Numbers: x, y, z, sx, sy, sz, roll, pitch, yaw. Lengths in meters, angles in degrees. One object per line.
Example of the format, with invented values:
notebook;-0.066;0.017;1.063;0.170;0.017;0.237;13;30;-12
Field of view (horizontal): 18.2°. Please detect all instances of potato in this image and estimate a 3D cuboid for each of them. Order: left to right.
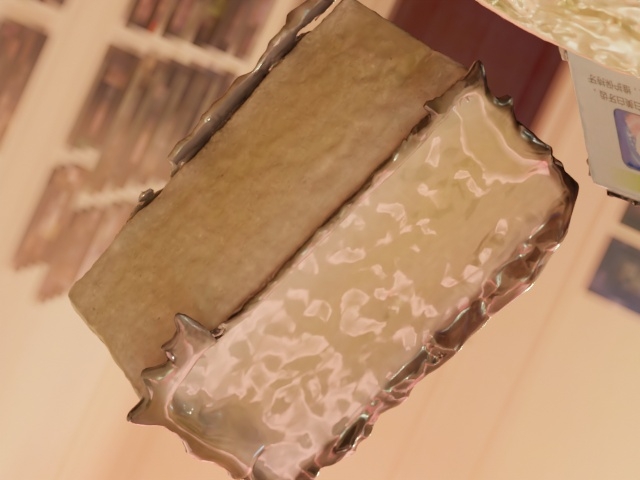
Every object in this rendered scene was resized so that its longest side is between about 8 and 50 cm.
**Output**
potato;-0.001;0.002;0.519;0.061;0.122;0.086;46;-178;42

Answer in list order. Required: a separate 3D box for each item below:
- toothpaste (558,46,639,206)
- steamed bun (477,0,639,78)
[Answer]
toothpaste;0.240;-0.023;0.771;0.336;0.067;0.081;23;141;45
steamed bun;0.132;-0.187;0.730;0.170;0.239;0.152;32;155;-7
